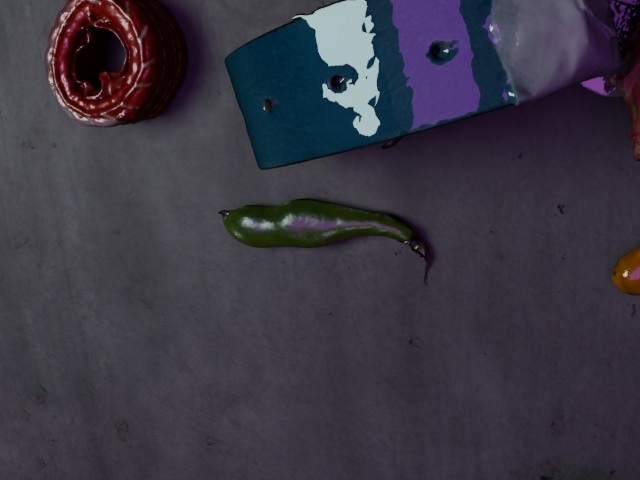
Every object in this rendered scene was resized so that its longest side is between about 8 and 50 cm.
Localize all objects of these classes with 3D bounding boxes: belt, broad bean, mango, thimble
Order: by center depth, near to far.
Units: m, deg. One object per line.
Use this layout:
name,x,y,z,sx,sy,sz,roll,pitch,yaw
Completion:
belt,0.095,-0.195,0.760,0.436,0.300,0.173,-14,101,37
mango,0.422,0.036,0.882,0.089,0.046,0.060,-26,100,9
thimble,-0.285,-0.252,0.961,0.163,0.125,0.190,23,111,6
broad bean,0.002,-0.011,0.985,0.318,0.056,0.098,13,109,10

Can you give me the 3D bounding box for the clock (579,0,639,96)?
clock,0.323,-0.268,0.810,0.198,0.064,0.172,21,111,9

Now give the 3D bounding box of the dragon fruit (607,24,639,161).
dragon fruit,0.395,-0.204,0.739,0.274,0.126,0.161,-41,106,-14
